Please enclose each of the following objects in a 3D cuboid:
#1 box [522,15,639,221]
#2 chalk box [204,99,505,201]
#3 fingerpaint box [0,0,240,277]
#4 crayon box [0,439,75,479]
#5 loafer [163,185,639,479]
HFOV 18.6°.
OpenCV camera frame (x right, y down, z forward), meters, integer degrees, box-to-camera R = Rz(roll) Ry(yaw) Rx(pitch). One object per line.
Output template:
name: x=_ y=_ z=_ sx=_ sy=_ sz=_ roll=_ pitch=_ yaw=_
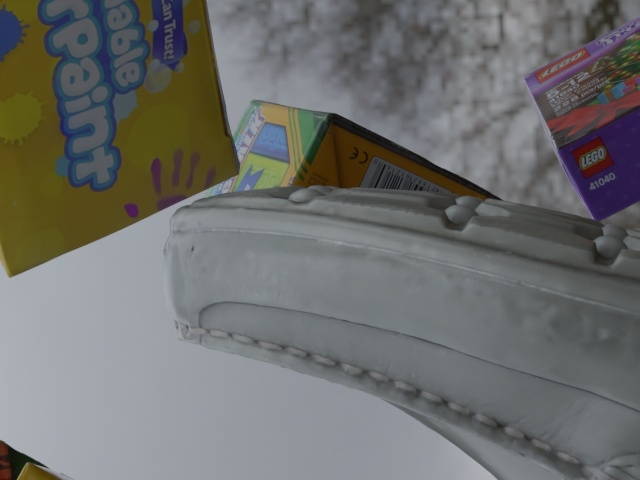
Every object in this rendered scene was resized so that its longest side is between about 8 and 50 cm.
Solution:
box: x=0.276 y=-0.126 z=1.225 sx=0.057 sy=0.293 sz=0.201 roll=61 pitch=-172 yaw=-14
chalk box: x=0.000 y=0.000 z=1.630 sx=0.179 sy=0.180 sz=0.289 roll=-65 pitch=18 yaw=-2
fingerpaint box: x=-0.228 y=-0.264 z=1.093 sx=0.371 sy=0.163 sz=0.445 roll=44 pitch=151 yaw=44
crayon box: x=-0.140 y=0.283 z=1.260 sx=0.202 sy=0.318 sz=0.081 roll=-61 pitch=-14 yaw=-7
loafer: x=0.106 y=0.062 z=0.510 sx=0.112 sy=0.319 sz=0.111 roll=-16 pitch=-59 yaw=-78
